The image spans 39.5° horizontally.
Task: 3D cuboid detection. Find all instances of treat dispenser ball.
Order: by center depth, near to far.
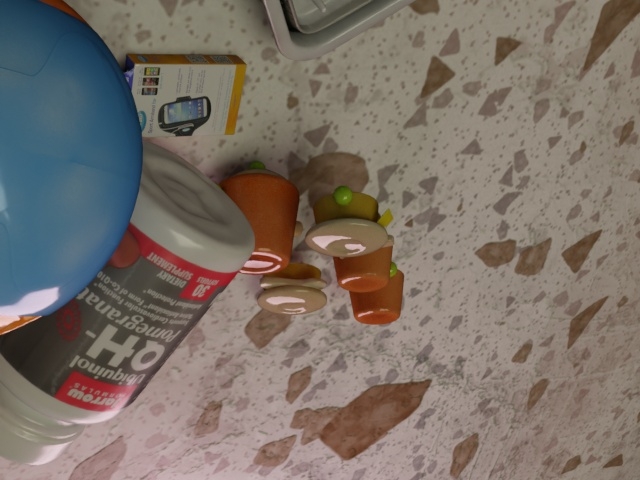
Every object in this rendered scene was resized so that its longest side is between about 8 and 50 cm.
[{"bbox_3d":[-0.280,-0.066,0.671,0.288,0.288,0.288,-19,132,-22],"label":"treat dispenser ball"}]

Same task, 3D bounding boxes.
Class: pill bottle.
[{"bbox_3d":[-0.224,0.069,0.891,0.176,0.176,0.318,24,113,-44],"label":"pill bottle"}]

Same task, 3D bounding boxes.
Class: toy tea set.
[{"bbox_3d":[0.000,0.000,1.055,0.200,0.124,0.336,-6,156,11],"label":"toy tea set"}]

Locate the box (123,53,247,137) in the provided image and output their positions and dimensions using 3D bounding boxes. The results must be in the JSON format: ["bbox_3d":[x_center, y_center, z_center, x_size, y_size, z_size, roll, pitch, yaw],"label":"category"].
[{"bbox_3d":[-0.145,-0.145,0.895,0.136,0.028,0.081,-5,125,-30],"label":"box"}]

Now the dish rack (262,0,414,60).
[{"bbox_3d":[0.044,-0.331,0.790,0.286,0.072,0.333,-33,154,-6],"label":"dish rack"}]
